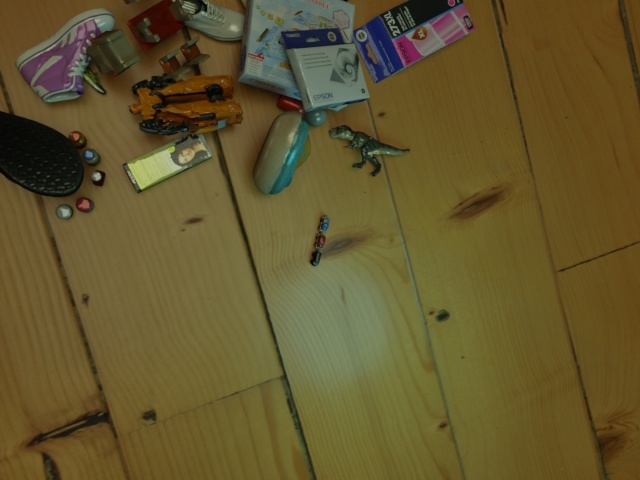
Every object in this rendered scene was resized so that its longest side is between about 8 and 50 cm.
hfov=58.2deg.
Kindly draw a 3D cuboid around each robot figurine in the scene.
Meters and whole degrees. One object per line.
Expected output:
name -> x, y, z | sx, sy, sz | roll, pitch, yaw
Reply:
robot figurine -> -0.367, -0.364, 1.563 | 0.290, 0.085, 0.211 | -11, 62, -14

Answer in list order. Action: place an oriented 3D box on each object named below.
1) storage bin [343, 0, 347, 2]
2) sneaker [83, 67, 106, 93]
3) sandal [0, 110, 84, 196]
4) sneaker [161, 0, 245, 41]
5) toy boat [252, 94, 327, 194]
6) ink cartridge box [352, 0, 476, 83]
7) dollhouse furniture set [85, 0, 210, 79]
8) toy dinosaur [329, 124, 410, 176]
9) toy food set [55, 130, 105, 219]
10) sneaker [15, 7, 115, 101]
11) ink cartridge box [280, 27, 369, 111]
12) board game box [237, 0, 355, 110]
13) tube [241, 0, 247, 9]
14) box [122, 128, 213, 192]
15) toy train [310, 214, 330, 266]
storage bin -> 0.002, -0.755, 1.660 | 0.180, 0.122, 0.085 | 9, 89, -16
sneaker -> -0.605, -0.430, 1.545 | 0.083, 0.031, 0.035 | 44, 80, -12
sandal -> -0.778, -0.232, 1.443 | 0.445, 0.107, 0.168 | 27, 63, 6
sneaker -> -0.312, -0.619, 1.592 | 0.257, 0.091, 0.094 | 8, 89, -16
toy boat -> -0.075, -0.287, 1.611 | 0.148, 0.267, 0.319 | 21, 54, -10
ink cartridge box -> 0.289, -0.648, 1.778 | 0.370, 0.069, 0.176 | -30, 99, -11
dollhouse furniture set -> -0.458, -0.532, 1.477 | 0.259, 0.135, 0.262 | -46, 123, -30
toy dinosaur -> 0.151, -0.266, 1.749 | 0.268, 0.064, 0.118 | 16, 80, -19
toy food set -> -0.631, -0.163, 1.506 | 0.111, 0.104, 0.233 | 16, 87, -15
sneaker -> -0.624, -0.465, 1.492 | 0.282, 0.102, 0.161 | -37, 84, -1
ink cartridge box -> 0.018, -0.478, 1.572 | 0.223, 0.045, 0.224 | -21, 94, -37
board game box -> -0.061, -0.560, 1.620 | 0.318, 0.065, 0.318 | 11, 78, -27
tube -> -0.209, -0.721, 1.640 | 0.062, 0.070, 0.240 | -25, 97, 25
box -> -0.420, -0.219, 1.589 | 0.232, 0.058, 0.087 | -30, 98, -12
toy train -> 0.000, 0.000, 1.722 | 0.027, 0.036, 0.159 | 14, 87, -15
